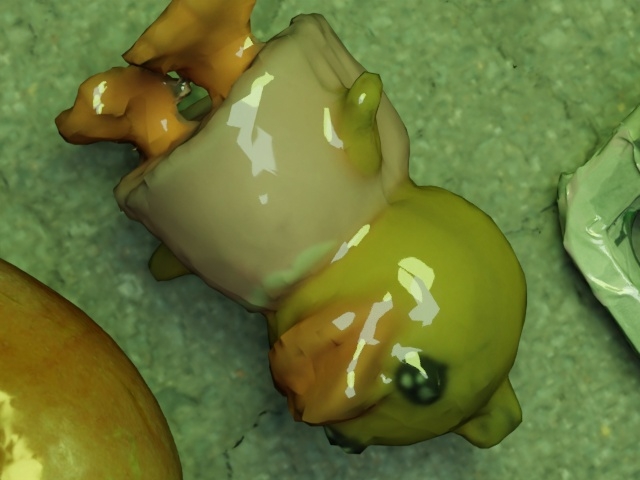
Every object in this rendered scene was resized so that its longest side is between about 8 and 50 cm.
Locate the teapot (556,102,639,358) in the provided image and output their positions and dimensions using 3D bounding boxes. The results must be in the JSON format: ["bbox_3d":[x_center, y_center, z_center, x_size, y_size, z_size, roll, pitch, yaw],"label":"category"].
[{"bbox_3d":[0.250,-0.031,0.958,0.178,0.221,0.163,44,43,7],"label":"teapot"}]

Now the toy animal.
[{"bbox_3d":[0.003,0.000,0.906,0.281,0.195,0.169,54,42,3],"label":"toy animal"}]

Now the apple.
[{"bbox_3d":[-0.188,0.118,0.834,0.253,0.253,0.254,0,86,-7],"label":"apple"}]
